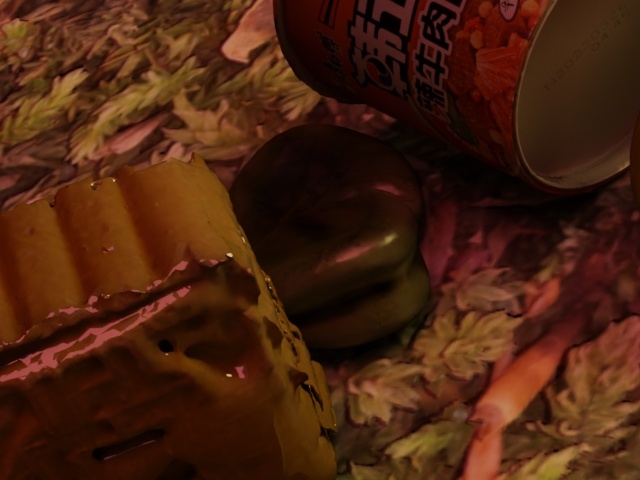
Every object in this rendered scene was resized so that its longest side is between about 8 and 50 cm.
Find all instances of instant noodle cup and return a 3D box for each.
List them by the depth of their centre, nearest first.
[{"bbox_3d":[0.123,-0.156,1.221,0.250,0.250,0.192,-40,52,-16],"label":"instant noodle cup"}]

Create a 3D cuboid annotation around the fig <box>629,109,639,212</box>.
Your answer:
[{"bbox_3d":[0.245,-0.049,1.125,0.136,0.120,0.153,-24,63,-6],"label":"fig"}]

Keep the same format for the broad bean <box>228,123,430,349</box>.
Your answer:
[{"bbox_3d":[-0.001,-0.003,1.248,0.153,0.072,0.206,-27,28,-5],"label":"broad bean"}]

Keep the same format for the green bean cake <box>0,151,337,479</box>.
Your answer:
[{"bbox_3d":[-0.117,0.087,1.086,0.230,0.224,0.131,-22,40,-1],"label":"green bean cake"}]
